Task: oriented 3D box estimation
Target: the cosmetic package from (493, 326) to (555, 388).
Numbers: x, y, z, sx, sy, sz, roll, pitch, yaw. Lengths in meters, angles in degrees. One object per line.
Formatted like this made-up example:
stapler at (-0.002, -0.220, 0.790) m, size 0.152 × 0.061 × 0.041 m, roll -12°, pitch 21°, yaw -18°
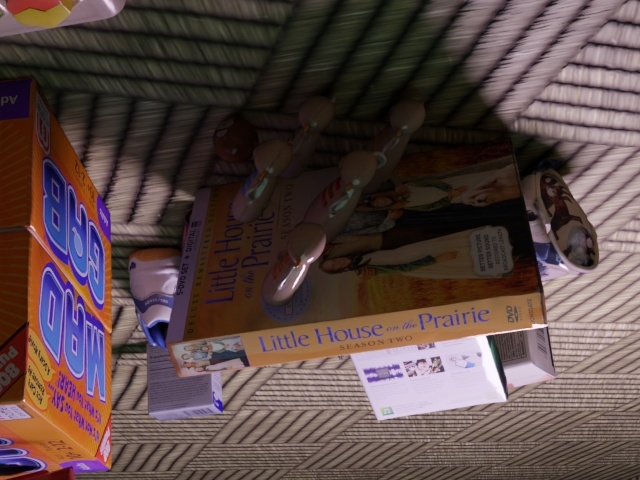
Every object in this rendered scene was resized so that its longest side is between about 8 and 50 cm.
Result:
cosmetic package at (0.257, 0.199, 1.939) m, size 0.296 × 0.153 × 0.129 m, roll -16°, pitch 154°, yaw 27°

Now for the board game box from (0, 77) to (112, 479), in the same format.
board game box at (-0.454, 0.071, 1.234) m, size 0.356 × 0.357 × 0.356 m, roll -6°, pitch 157°, yaw 1°

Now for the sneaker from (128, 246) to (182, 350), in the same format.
sneaker at (-0.243, 0.119, 1.678) m, size 0.111 × 0.131 × 0.296 m, roll -8°, pitch 158°, yaw 2°

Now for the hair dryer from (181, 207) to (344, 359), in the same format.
hair dryer at (-0.099, 0.061, 1.533) m, size 0.223 × 0.080 × 0.293 m, roll -13°, pitch 127°, yaw 47°

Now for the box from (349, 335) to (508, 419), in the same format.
box at (0.159, 0.155, 1.752) m, size 0.232 × 0.058 × 0.322 m, roll -11°, pitch 128°, yaw 15°

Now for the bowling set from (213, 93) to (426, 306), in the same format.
bowling set at (-0.031, -0.087, 1.196) m, size 0.199 × 0.287 × 0.154 m, roll 34°, pitch 140°, yaw 1°

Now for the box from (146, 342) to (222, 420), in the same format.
box at (-0.250, 0.253, 1.975) m, size 0.126 × 0.137 × 0.072 m, roll -9°, pitch 158°, yaw 9°

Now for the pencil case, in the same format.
pencil case at (0.165, 0.022, 1.493) m, size 0.410 × 0.160 × 0.183 m, roll -19°, pitch 150°, yaw 29°

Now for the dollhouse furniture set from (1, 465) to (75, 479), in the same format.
dollhouse furniture set at (-0.407, 0.263, 1.104) m, size 0.201 × 0.152 × 0.374 m, roll -22°, pitch 169°, yaw 34°

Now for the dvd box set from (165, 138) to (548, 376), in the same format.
dvd box set at (0.040, 0.012, 1.285) m, size 0.420 × 0.308 × 0.062 m, roll -8°, pitch 127°, yaw 9°

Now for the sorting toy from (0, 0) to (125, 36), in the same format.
sorting toy at (-0.305, -0.234, 0.955) m, size 0.208 × 0.038 × 0.193 m, roll -11°, pitch 156°, yaw 13°
